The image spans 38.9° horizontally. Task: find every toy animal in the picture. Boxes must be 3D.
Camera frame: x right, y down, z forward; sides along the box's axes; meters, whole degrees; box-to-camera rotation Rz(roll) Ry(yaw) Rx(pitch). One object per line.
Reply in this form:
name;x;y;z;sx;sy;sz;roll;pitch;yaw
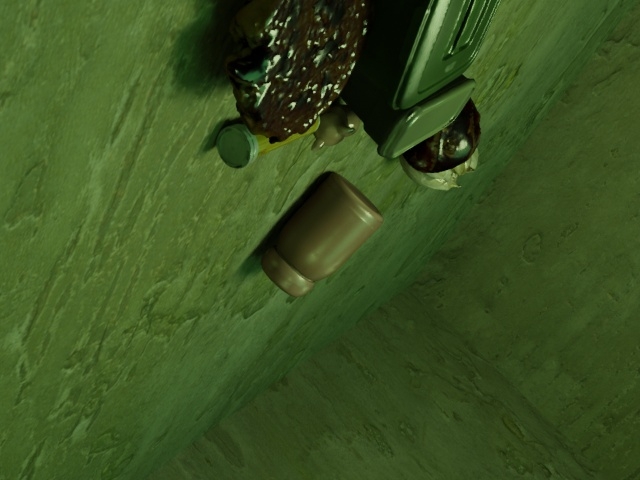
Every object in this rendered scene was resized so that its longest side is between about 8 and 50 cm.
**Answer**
toy animal;0.034;-0.230;1.790;0.150;0.089;0.083;-43;166;-52

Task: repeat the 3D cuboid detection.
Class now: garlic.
garlic;0.311;-0.224;2.401;0.184;0.203;0.281;-30;176;20

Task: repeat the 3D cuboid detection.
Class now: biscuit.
biscuit;-0.035;-0.290;1.315;0.289;0.081;0.334;-52;157;-11

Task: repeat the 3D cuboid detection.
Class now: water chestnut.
water chestnut;0.266;-0.268;2.147;0.238;0.224;0.224;8;143;-16

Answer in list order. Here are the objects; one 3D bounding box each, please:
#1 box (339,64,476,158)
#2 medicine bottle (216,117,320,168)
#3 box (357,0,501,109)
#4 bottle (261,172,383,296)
box;0.161;-0.289;1.785;0.274;0.178;0.138;-31;160;-45
medicine bottle;-0.085;-0.189;1.580;0.218;0.074;0.074;-31;161;-50
box;0.174;-0.401;1.461;0.252;0.177;0.329;-36;156;-39
bottle;0.000;0.000;2.170;0.297;0.173;0.206;-48;168;9
